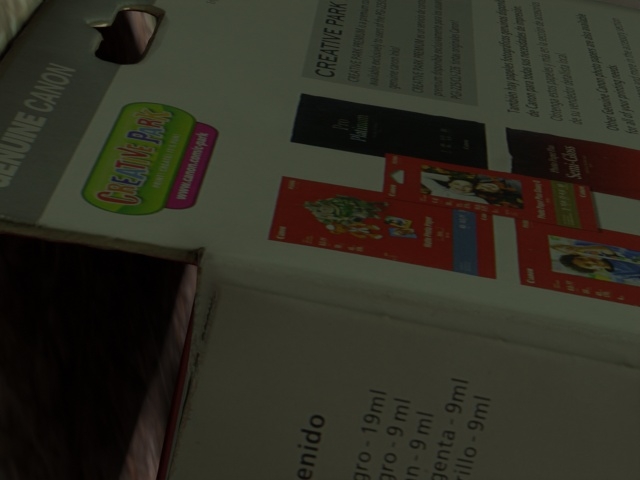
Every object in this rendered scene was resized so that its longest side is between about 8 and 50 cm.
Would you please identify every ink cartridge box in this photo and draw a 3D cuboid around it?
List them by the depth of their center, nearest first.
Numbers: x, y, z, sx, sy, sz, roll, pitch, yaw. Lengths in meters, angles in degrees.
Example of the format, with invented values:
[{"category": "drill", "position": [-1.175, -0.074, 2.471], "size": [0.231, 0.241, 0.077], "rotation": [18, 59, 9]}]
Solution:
[{"category": "ink cartridge box", "position": [0.034, 0.012, 0.569], "size": [0.309, 0.272, 0.130], "rotation": [-79, -178, -67]}]

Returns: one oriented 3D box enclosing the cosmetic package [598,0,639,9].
[{"category": "cosmetic package", "position": [0.127, -0.136, 1.082], "size": [0.230, 0.161, 0.453], "rotation": [-71, 167, -73]}]
